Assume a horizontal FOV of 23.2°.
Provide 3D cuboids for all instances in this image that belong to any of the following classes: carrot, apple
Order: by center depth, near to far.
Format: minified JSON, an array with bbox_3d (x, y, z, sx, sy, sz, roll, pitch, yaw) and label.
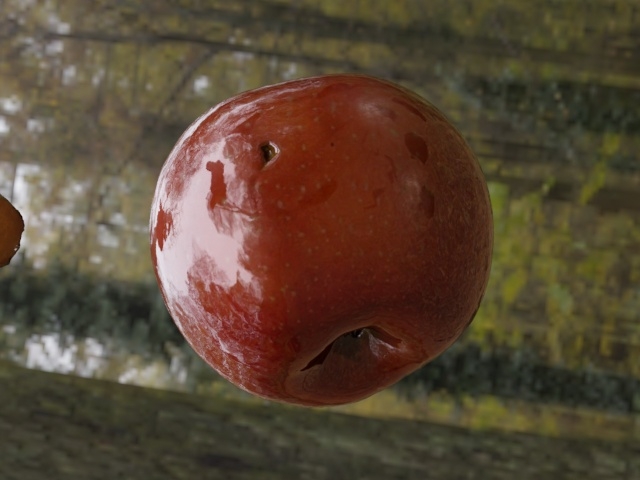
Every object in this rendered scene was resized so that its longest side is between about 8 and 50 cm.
[{"bbox_3d":[0.000,0.000,1.172,0.260,0.260,0.216,74,-179,-63],"label":"apple"},{"bbox_3d":[-0.321,-0.033,1.319,0.072,0.205,0.072,-12,-68,-30],"label":"carrot"}]
